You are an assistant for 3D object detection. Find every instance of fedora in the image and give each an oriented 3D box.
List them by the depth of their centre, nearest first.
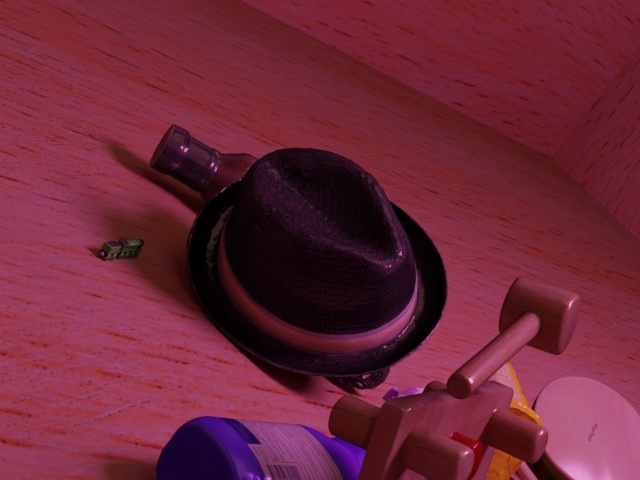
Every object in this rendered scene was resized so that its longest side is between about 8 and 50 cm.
[{"bbox_3d":[0.000,0.000,1.619,0.334,0.152,0.334,2,52,-3],"label":"fedora"}]

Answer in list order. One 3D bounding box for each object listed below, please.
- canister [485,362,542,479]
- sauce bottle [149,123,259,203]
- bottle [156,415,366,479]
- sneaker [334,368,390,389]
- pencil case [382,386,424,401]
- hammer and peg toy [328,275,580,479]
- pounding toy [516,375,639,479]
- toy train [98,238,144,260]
[{"bbox_3d":[0.212,0.229,1.710,0.073,0.126,0.170,32,15,-12],"label":"canister"},{"bbox_3d":[-0.080,-0.051,1.921,0.344,0.111,0.111,31,17,-14],"label":"sauce bottle"},{"bbox_3d":[-0.026,0.231,1.285,0.283,0.092,0.118,14,28,-52],"label":"bottle"},{"bbox_3d":[-0.002,0.083,1.736,0.271,0.100,0.108,46,5,23],"label":"sneaker"},{"bbox_3d":[0.113,0.241,1.542,0.088,0.086,0.206,45,14,-15],"label":"pencil case"},{"bbox_3d":[0.091,0.198,1.169,0.127,0.361,0.266,21,9,27],"label":"hammer and peg toy"},{"bbox_3d":[0.333,0.300,1.843,0.236,0.110,0.183,-20,65,-36],"label":"pounding toy"},{"bbox_3d":[-0.235,0.009,1.598,0.017,0.024,0.083,41,18,16],"label":"toy train"}]
